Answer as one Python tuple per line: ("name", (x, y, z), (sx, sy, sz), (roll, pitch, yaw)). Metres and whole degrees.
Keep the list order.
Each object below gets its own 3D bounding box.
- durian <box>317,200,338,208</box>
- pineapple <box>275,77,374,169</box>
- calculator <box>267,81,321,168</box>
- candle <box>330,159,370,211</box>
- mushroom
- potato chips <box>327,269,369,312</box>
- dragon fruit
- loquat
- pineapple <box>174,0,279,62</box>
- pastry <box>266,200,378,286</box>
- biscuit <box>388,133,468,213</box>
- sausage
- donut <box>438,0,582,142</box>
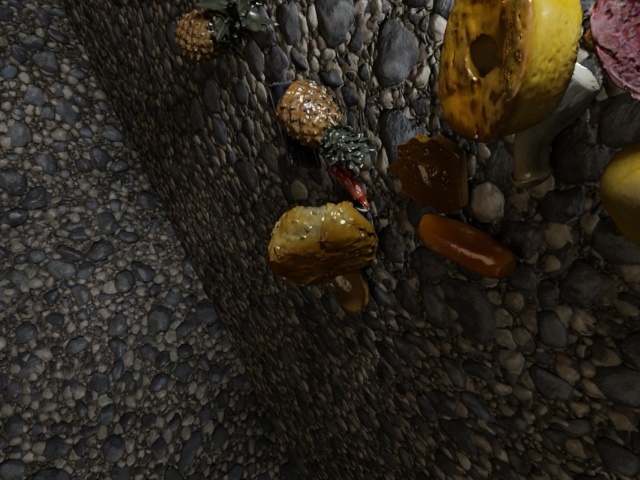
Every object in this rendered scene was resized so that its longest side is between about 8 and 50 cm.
("durian", (0.022, -0.083, 1.398), (0.091, 0.080, 0.080), (0, 115, 49))
("pineapple", (0.023, -0.282, 1.189), (0.279, 0.158, 0.157), (40, 145, 13))
("calculator", (-0.076, -0.335, 1.390), (0.161, 0.021, 0.261), (18, 130, 48))
("candle", (0.082, -0.146, 1.288), (0.162, 0.048, 0.053), (53, 178, 9))
("mushroom", (0.376, -0.185, 0.793), (0.092, 0.081, 0.223), (8, 132, -1))
("potato chips", (0.088, 0.125, 1.491), (0.208, 0.062, 0.195), (23, 128, 47))
("dragon fruit", (0.445, -0.268, 0.573), (0.211, 0.147, 0.282), (-9, 115, 43))
("loquat", (0.488, -0.063, 0.667), (0.172, 0.149, 0.204), (43, 157, 19))
("pineapple", (-0.276, -0.627, 1.340), (0.365, 0.165, 0.165), (-2, 114, 47))
("pastry", (0.000, 0.000, 1.305), (0.255, 0.311, 0.161), (71, -173, -49))
("biscuit", (0.241, -0.154, 1.063), (0.215, 0.034, 0.182), (23, 133, 48))
("sausage", (0.314, 0.009, 1.035), (0.238, 0.098, 0.098), (32, 139, 38))
("donut", (0.285, -0.283, 0.725), (0.277, 0.109, 0.277), (180, 90, -81))
